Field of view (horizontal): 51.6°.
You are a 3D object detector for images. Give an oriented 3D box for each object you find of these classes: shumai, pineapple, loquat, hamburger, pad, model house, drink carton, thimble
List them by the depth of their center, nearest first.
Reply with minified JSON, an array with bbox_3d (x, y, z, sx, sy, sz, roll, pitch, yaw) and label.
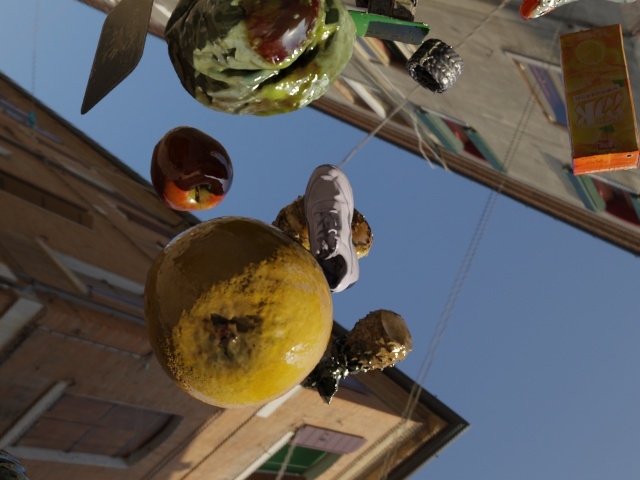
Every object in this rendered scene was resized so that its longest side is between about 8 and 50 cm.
[{"bbox_3d":[-0.115,0.097,0.911,0.262,0.263,0.263,-14,-118,30],"label":"loquat"},{"bbox_3d":[0.432,-0.219,1.034,0.096,0.071,0.223,-7,-111,20],"label":"drink carton"},{"bbox_3d":[-0.102,-0.364,1.037,0.309,0.263,0.304,-43,-94,-10],"label":"shumai"},{"bbox_3d":[0.215,-0.325,1.240,0.095,0.104,0.066,40,-94,2],"label":"thimble"},{"bbox_3d":[0.125,-0.438,1.243,0.166,0.117,0.088,9,-93,1],"label":"model house"},{"bbox_3d":[0.061,0.228,1.283,0.237,0.119,0.111,-38,-107,26],"label":"pineapple"},{"bbox_3d":[-0.460,-0.498,1.512,0.314,0.063,0.376,-27,-131,32],"label":"pad"},{"bbox_3d":[-0.004,0.000,1.642,0.211,0.260,0.245,-53,-153,37],"label":"hamburger"}]

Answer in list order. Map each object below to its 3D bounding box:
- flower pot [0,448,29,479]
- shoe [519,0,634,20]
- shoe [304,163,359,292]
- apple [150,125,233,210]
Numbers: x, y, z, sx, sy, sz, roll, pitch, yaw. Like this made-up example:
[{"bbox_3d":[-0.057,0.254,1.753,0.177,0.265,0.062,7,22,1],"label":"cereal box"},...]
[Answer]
[{"bbox_3d":[-0.501,0.401,0.938,0.243,0.157,0.190,37,-65,45],"label":"flower pot"},{"bbox_3d":[0.482,-0.517,1.340,0.132,0.336,0.171,-102,-147,-63],"label":"shoe"},{"bbox_3d":[0.018,-0.018,1.222,0.095,0.137,0.245,-7,-83,7],"label":"shoe"},{"bbox_3d":[-0.347,-0.198,1.773,0.229,0.230,0.230,-14,-118,30],"label":"apple"}]
